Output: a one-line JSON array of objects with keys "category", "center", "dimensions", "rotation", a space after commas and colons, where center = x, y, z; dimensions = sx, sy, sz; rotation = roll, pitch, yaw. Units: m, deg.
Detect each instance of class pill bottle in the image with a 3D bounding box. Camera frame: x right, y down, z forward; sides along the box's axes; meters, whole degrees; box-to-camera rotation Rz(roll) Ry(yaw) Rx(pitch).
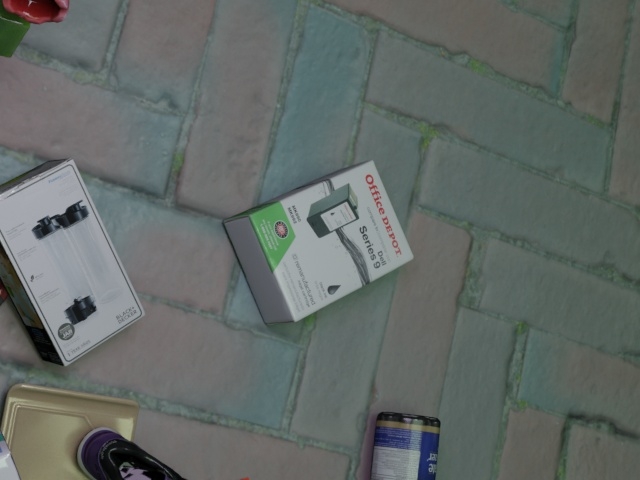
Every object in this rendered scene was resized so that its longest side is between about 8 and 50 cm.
[{"category": "pill bottle", "center": [0.154, 0.435, 1.963], "dimensions": [0.123, 0.123, 0.219], "rotation": [12, 78, -27]}]

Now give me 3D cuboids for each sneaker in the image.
[{"category": "sneaker", "center": [-0.261, 0.411, 1.693], "dimensions": [0.283, 0.124, 0.107], "rotation": [41, 68, -25]}]

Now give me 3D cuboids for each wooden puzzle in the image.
[{"category": "wooden puzzle", "center": [-0.418, 0.361, 1.702], "dimensions": [0.221, 0.044, 0.238], "rotation": [14, 81, -28]}]

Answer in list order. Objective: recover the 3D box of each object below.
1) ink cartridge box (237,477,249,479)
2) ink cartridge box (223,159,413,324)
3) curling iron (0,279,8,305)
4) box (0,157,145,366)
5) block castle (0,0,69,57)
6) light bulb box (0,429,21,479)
[{"category": "ink cartridge box", "center": [-0.167, 0.455, 1.833], "dimensions": [0.115, 0.029, 0.062], "rotation": [-7, 87, -29]}, {"category": "ink cartridge box", "center": [0.000, 0.000, 1.934], "dimensions": [0.289, 0.121, 0.211], "rotation": [-27, 97, -30]}, {"category": "curling iron", "center": [-0.528, 0.081, 1.680], "dimensions": [0.068, 0.035, 0.274], "rotation": [27, 73, -6]}, {"category": "box", "center": [-0.419, 0.032, 1.677], "dimensions": [0.169, 0.087, 0.290], "rotation": [-35, 113, -32]}, {"category": "block castle", "center": [-0.556, -0.318, 1.476], "dimensions": [0.303, 0.453, 0.212], "rotation": [15, 66, -28]}, {"category": "light bulb box", "center": [-0.514, 0.459, 1.304], "dimensions": [0.358, 0.225, 0.361], "rotation": [-17, 100, -21]}]
